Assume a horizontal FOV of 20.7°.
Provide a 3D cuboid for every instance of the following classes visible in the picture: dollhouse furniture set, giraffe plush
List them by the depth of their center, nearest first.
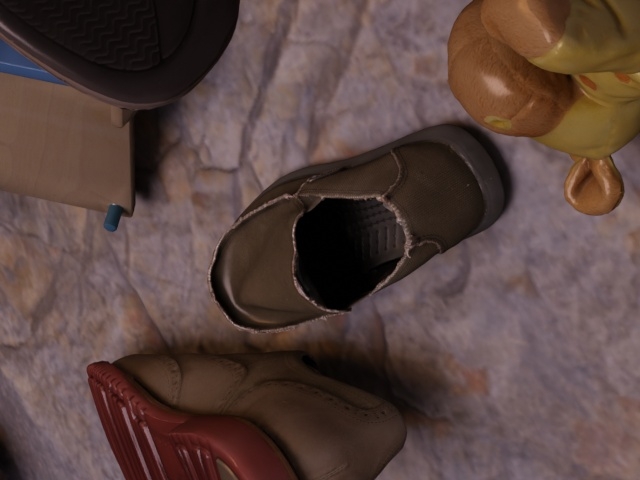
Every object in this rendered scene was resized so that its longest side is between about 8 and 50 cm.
[{"bbox_3d":[0.134,-0.108,0.863,0.210,0.181,0.170,25,151,-15],"label":"giraffe plush"},{"bbox_3d":[-0.227,-0.128,1.235,0.303,0.198,0.286,11,150,3],"label":"dollhouse furniture set"}]

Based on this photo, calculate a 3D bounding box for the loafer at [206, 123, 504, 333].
[{"bbox_3d":[0.000,0.000,1.076,0.251,0.087,0.094,-30,91,48],"label":"loafer"}]

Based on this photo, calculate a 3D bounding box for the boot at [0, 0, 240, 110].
[{"bbox_3d":[-0.199,-0.184,0.939,0.377,0.138,0.284,41,165,4],"label":"boot"}]

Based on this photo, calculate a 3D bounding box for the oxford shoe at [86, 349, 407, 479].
[{"bbox_3d":[-0.058,0.132,1.192,0.348,0.130,0.123,16,129,61],"label":"oxford shoe"}]
